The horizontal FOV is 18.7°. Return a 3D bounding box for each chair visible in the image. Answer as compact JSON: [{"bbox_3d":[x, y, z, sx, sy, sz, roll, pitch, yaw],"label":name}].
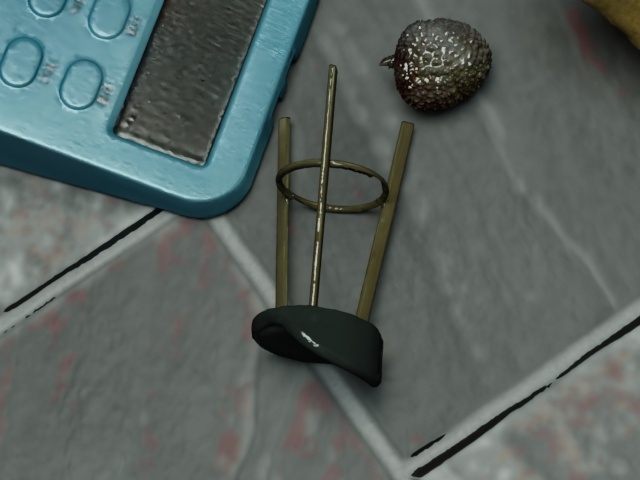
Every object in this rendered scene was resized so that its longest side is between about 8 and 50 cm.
[{"bbox_3d":[0.001,0.000,1.363,0.095,0.104,0.221,-17,58,36],"label":"chair"}]

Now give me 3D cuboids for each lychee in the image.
[{"bbox_3d":[0.084,-0.129,1.413,0.083,0.068,0.067,-10,110,-1],"label":"lychee"}]

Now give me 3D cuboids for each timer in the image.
[{"bbox_3d":[-0.144,-0.155,1.435,0.250,0.091,0.232,15,71,8],"label":"timer"}]

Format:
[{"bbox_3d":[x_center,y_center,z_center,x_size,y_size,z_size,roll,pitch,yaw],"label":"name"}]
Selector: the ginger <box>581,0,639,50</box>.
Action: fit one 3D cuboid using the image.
[{"bbox_3d":[0.345,-0.163,1.347,0.348,0.122,0.363,-22,88,-4],"label":"ginger"}]
